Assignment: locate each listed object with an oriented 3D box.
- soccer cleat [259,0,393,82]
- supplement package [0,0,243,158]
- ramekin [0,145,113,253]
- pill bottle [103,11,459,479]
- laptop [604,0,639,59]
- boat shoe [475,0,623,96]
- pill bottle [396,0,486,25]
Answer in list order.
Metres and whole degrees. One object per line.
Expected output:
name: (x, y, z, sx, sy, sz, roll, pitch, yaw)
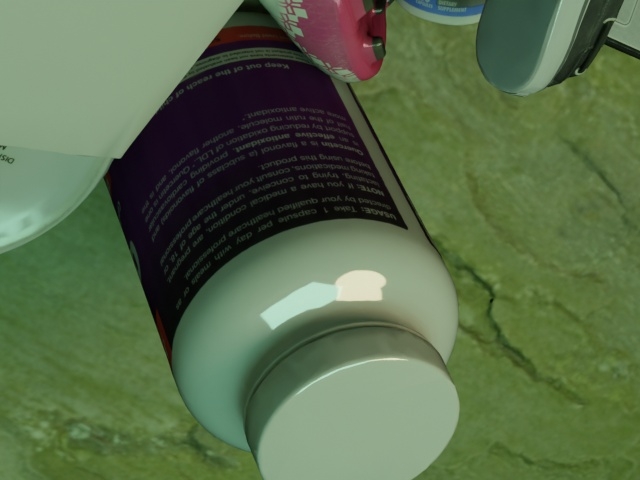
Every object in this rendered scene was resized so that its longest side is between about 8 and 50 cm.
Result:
soccer cleat: (-0.050, -0.225, 1.126, 0.143, 0.116, 0.331, -5, 138, 17)
supplement package: (-0.180, -0.205, 0.919, 0.177, 0.293, 0.175, -49, 153, 23)
ramekin: (-0.237, -0.103, 1.134, 0.272, 0.127, 0.273, -12, 134, -13)
pill bottle: (-0.026, 0.009, 1.185, 0.181, 0.323, 0.181, -11, 133, -12)
laptop: (0.279, -0.301, 1.077, 0.382, 0.236, 0.408, 18, 93, -33)
boat shoe: (0.165, -0.182, 1.079, 0.076, 0.080, 0.228, -11, 133, -38)
pill bottle: (0.090, -0.215, 1.202, 0.078, 0.078, 0.137, -8, 133, -16)
